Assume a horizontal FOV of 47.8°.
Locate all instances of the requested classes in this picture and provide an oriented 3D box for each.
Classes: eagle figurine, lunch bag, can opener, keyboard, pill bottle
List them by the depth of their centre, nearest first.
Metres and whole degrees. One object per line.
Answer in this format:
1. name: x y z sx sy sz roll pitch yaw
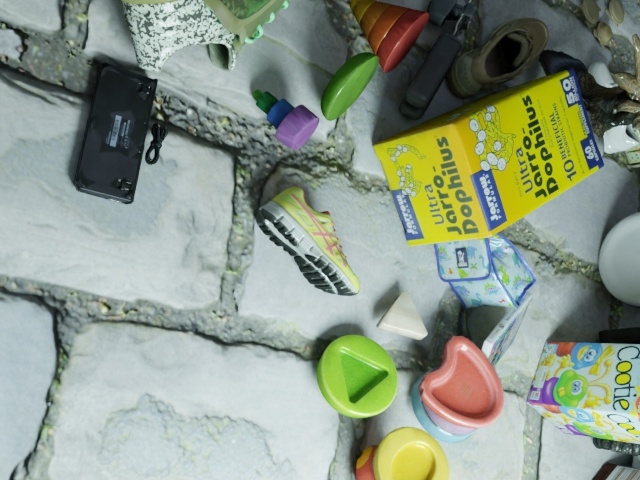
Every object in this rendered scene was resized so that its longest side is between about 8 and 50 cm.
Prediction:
1. keyboard: -0.261 -0.140 0.969 0.108 0.023 0.180 15 77 -28
2. lunch bag: 0.283 0.044 1.279 0.096 0.129 0.151 -46 112 -31
3. can opener: 0.202 -0.349 1.315 0.095 0.076 0.283 29 65 5
4. eagle figurine: 0.564 -0.277 1.459 0.225 0.298 0.226 10 97 -20
5. pill bottle: 0.810 0.074 1.612 0.363 0.210 0.210 16 75 -34

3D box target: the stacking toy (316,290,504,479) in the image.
1. stacking toy: 0.127 0.264 1.187 0.309 0.130 0.279 -35 79 -37

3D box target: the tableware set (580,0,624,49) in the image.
1. tableware set: 0.658 -0.537 1.686 0.141 0.020 0.168 45 60 -26

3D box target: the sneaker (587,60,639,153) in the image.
1. sneaker: 0.667 -0.307 1.621 0.080 0.094 0.212 -19 96 -35

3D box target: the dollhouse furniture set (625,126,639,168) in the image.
1. dollhouse furniture set: 0.794 -0.213 1.661 0.101 0.161 0.181 -33 103 -34

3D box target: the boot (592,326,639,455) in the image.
1. boot: 0.703 0.304 1.430 0.131 0.348 0.260 17 70 -27

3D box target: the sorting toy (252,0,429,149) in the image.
1. sorting toy: 0.024 -0.293 1.166 0.126 0.127 0.365 41 62 8

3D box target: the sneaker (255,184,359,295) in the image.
1. sneaker: 0.000 0.000 1.108 0.208 0.081 0.094 49 57 -21

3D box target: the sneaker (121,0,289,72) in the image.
1. sneaker: -0.128 -0.345 1.049 0.410 0.158 0.182 -23 130 -37

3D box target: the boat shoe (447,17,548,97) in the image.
1. boat shoe: 0.371 -0.366 1.407 0.302 0.098 0.109 -33 104 -34

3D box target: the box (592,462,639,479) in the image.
1. box: 0.644 0.591 1.457 0.167 0.168 0.203 -31 103 -35

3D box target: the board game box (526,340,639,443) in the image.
1. board game box: 0.559 0.288 1.363 0.144 0.275 0.142 39 64 -26

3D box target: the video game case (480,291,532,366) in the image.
1. video game case: 0.322 0.183 1.300 0.143 0.019 0.157 -41 152 -32

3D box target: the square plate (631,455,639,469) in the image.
1. square plate: 0.772 0.355 1.482 0.049 0.347 0.344 20 72 -14

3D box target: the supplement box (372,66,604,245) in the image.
1. supplement box: 0.303 -0.149 1.274 0.357 0.195 0.194 -28 101 -35
